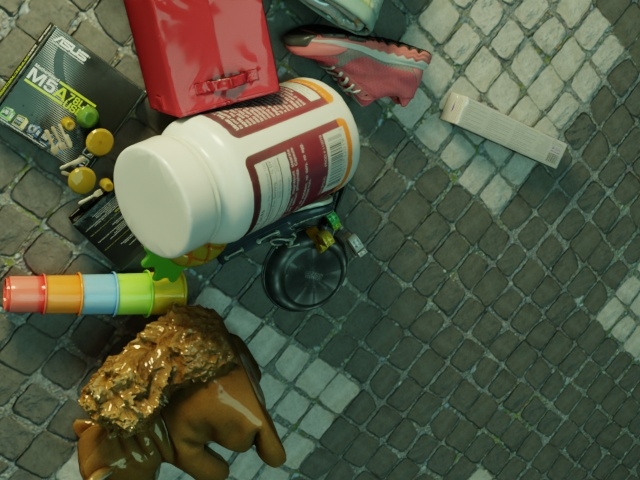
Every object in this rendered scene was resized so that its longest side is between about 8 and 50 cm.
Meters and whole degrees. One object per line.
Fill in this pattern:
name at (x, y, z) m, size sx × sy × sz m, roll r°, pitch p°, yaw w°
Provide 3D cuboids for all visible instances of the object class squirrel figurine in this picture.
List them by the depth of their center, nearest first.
squirrel figurine at (-0.308, 0.312, 1.581) m, size 0.371 × 0.281 × 0.397 m, roll -25°, pitch 133°, yaw -1°

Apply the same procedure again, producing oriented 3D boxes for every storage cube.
storage cube at (-0.200, -0.326, 1.403) m, size 0.184 × 0.215 × 0.193 m, roll -19°, pitch 111°, yaw -20°

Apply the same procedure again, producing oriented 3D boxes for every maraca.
maraca at (-0.239, 0.001, 1.532) m, size 0.186 × 0.099 × 0.127 m, roll -39°, pitch 131°, yaw -10°

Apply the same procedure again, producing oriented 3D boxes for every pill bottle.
pill bottle at (-0.135, -0.126, 1.435) m, size 0.392 × 0.224 × 0.224 m, roll -28°, pitch 124°, yaw -42°

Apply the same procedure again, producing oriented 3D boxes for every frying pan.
frying pan at (0.017, 0.018, 1.760) m, size 0.326 × 0.053 × 0.197 m, roll -48°, pitch 124°, yaw 1°

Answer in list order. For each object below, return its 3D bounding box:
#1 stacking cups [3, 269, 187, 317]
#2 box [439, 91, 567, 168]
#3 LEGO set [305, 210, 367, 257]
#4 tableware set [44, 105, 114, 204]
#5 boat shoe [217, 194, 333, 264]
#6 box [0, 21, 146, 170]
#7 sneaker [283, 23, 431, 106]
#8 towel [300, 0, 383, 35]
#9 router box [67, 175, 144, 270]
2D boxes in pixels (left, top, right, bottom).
stacking cups at (-0.404, 0.092, 1.532) m, size 0.316 × 0.096 × 0.096 m, roll 3°, pitch 108°, yaw -29°
box at (0.406, -0.238, 1.852) m, size 0.324 × 0.063 × 0.067 m, roll 16°, pitch 100°, yaw -33°
LEGO set at (0.007, -0.037, 1.663) m, size 0.087 × 0.093 × 0.227 m, roll -37°, pitch 107°, yaw -12°
tableware set at (-0.396, -0.145, 1.431) m, size 0.104 × 0.024 × 0.154 m, roll -30°, pitch 122°, yaw -19°
boat shoe at (-0.089, -0.020, 1.602) m, size 0.255 × 0.095 × 0.079 m, roll -18°, pitch 98°, yaw 7°
box at (-0.422, -0.234, 1.415) m, size 0.191 × 0.045 × 0.184 m, roll 36°, pitch 94°, yaw -35°
sneaker at (0.071, -0.323, 1.605) m, size 0.314 × 0.116 × 0.136 m, roll 4°, pitch 109°, yaw -30°
towel at (-0.004, -0.574, 1.424) m, size 0.375 × 0.090 × 0.320 m, roll 27°, pitch 78°, yaw -34°
router box at (-0.343, -0.052, 1.531) m, size 0.179 × 0.046 × 0.133 m, roll -43°, pitch 125°, yaw -7°
